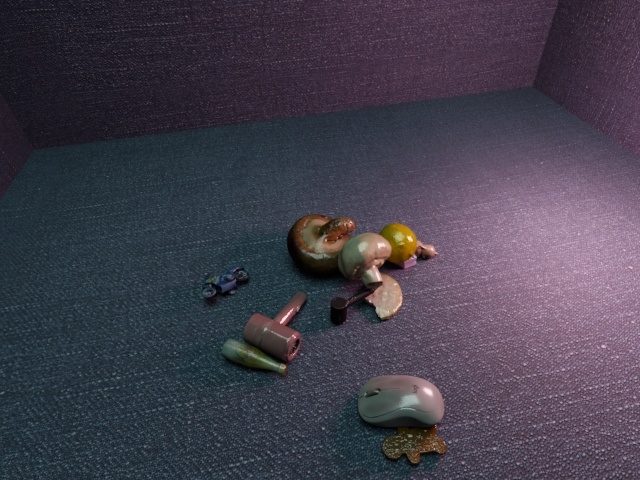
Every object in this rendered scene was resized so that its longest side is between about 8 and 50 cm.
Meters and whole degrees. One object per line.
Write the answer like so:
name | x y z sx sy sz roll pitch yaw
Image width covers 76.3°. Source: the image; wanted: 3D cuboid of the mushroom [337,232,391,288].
mushroom | 0.202 0.097 1.774 0.253 0.260 0.235 -36 70 21

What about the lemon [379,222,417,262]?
lemon | 0.351 0.010 1.891 0.178 0.179 0.203 -27 48 -24

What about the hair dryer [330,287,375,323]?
hair dryer | 0.147 0.262 1.759 0.247 0.114 0.070 -26 48 -27

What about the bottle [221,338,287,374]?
bottle | -0.257 0.461 1.586 0.269 0.083 0.083 16 46 17

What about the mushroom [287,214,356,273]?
mushroom | -0.002 0.020 1.975 0.344 0.239 0.345 -10 23 4

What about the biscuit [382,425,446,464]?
biscuit | 0.301 0.672 1.353 0.204 0.031 0.138 -11 38 -11

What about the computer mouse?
computer mouse | 0.275 0.549 1.407 0.296 0.121 0.184 4 37 13

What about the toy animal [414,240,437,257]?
toy animal | 0.499 0.046 1.996 0.150 0.084 0.089 23 35 11

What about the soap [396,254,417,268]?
soap | 0.390 0.067 1.993 0.100 0.056 0.149 -20 45 -14

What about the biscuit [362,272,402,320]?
biscuit | 0.272 0.244 1.821 0.187 0.040 0.266 1 43 3

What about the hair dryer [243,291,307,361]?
hair dryer | -0.136 0.329 1.710 0.210 0.126 0.352 19 40 22

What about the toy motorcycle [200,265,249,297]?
toy motorcycle | -0.454 0.188 1.898 0.254 0.092 0.135 -25 37 -34
